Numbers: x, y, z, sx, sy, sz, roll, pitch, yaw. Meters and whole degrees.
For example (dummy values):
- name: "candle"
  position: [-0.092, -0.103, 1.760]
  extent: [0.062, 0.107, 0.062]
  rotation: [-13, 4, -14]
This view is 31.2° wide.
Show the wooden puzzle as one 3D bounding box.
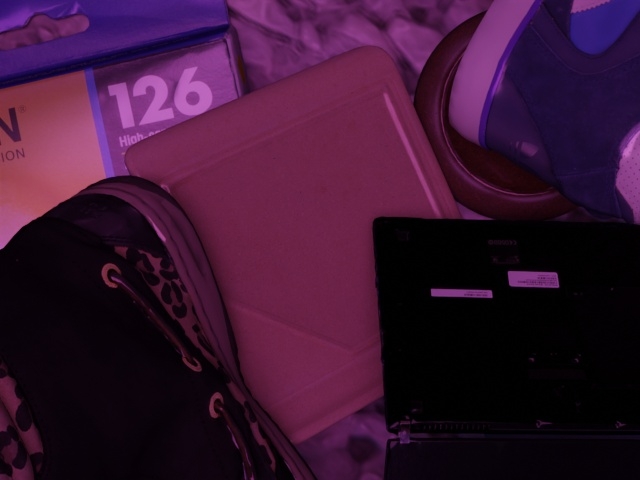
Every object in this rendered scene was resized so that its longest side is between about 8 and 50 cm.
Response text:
- name: "wooden puzzle"
  position: [0.000, 0.000, 0.838]
  extent: [0.221, 0.044, 0.239]
  rotation: [-27, 91, -22]

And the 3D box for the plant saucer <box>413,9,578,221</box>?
- name: "plant saucer"
  position: [0.154, -0.098, 0.872]
  extent: [0.168, 0.029, 0.169]
  rotation: [0, 91, 4]

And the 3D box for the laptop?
- name: "laptop"
  position: [0.151, 0.129, 0.813]
  extent: [0.234, 0.137, 0.264]
  rotation: [1, 57, -6]

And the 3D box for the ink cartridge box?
- name: "ink cartridge box"
  position: [-0.196, -0.053, 0.876]
  extent: [0.303, 0.072, 0.307]
  rotation: [-13, 91, 3]

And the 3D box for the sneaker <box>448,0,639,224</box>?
- name: "sneaker"
  position: [0.257, -0.155, 0.767]
  extent: [0.236, 0.130, 0.323]
  rotation: [27, 77, 24]

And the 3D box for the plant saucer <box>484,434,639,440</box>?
- name: "plant saucer"
  position: [0.214, 0.115, 0.864]
  extent: [0.194, 0.037, 0.195]
  rotation: [0, 90, 2]

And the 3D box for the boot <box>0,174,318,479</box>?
- name: "boot"
  position: [-0.124, 0.160, 0.670]
  extent: [0.138, 0.284, 0.377]
  rotation: [-17, 95, 25]
